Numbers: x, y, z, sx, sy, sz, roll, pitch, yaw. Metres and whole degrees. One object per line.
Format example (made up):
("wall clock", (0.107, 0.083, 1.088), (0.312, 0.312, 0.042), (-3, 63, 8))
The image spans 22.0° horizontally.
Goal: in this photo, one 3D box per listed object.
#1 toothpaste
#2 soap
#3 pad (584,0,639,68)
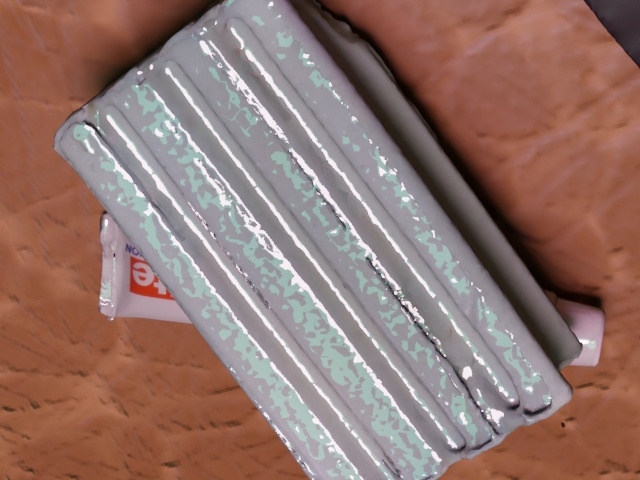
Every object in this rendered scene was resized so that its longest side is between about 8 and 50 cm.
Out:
("toothpaste", (0.010, 0.026, 0.700), (0.218, 0.033, 0.052), (8, 117, 9))
("soap", (0.000, 0.000, 0.641), (0.114, 0.063, 0.198), (-32, 99, 23))
("pad", (0.117, -0.181, 0.567), (0.170, 0.006, 0.245), (-34, 110, 27))
